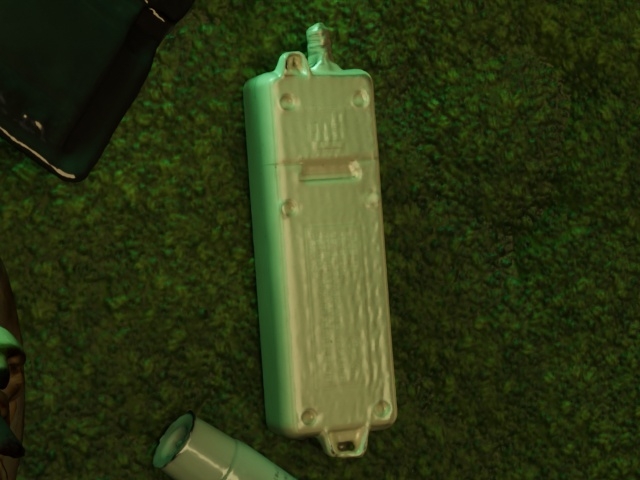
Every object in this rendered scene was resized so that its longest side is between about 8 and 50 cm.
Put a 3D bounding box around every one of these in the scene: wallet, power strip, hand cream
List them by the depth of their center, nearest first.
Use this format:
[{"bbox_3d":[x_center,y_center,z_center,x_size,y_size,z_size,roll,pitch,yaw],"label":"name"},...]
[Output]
[{"bbox_3d":[-0.197,-0.215,1.346,0.247,0.041,0.323,40,53,-22],"label":"wallet"},{"bbox_3d":[0.000,0.000,1.472,0.098,0.058,0.338,-4,91,-23],"label":"power strip"},{"bbox_3d":[0.014,0.243,1.473,0.331,0.058,0.085,36,74,-18],"label":"hand cream"}]

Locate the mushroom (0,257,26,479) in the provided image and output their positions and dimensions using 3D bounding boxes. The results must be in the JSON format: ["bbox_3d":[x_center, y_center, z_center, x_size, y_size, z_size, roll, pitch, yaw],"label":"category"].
[{"bbox_3d":[-0.296,0.118,1.183,0.294,0.362,0.362,4,87,20],"label":"mushroom"}]
